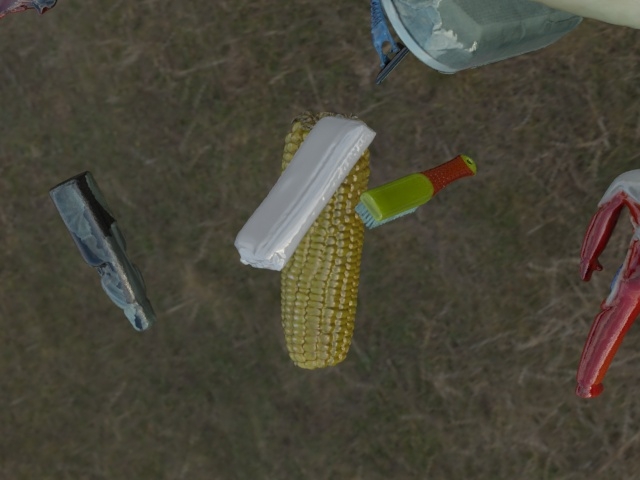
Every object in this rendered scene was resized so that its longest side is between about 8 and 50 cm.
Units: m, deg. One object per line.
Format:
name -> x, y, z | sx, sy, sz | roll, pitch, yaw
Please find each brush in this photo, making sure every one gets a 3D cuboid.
brush -> 0.055, -0.028, 0.627 | 0.019, 0.083, 0.021 | 53, 144, 17

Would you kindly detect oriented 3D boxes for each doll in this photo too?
doll -> 0.371, 0.004, 1.220 | 0.188, 0.099, 0.384 | 16, 109, 35

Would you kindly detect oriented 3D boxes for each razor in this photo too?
razor -> 0.089, -0.341, 1.565 | 0.082, 0.042, 0.253 | -43, 38, 49

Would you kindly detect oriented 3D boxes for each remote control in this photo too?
remote control -> 0.130, -0.191, 0.856 | 0.052, 0.247, 0.104 | -26, 89, 41

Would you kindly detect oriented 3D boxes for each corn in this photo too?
corn -> 0.000, 0.000, 1.332 | 0.106, 0.106, 0.305 | 12, 103, 43

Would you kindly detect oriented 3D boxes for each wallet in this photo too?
wallet -> -0.020, -0.050, 1.176 | 0.033, 0.190, 0.095 | 39, 172, -28

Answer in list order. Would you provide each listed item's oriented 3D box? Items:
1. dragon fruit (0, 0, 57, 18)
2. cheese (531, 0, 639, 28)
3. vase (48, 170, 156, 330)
dragon fruit -> -0.409, -0.307, 1.021 | 0.344, 0.282, 0.100 | 64, 172, 3
cheese -> 0.029, -0.107, 0.345 | 0.193, 0.065, 0.043 | 12, 130, -10
vase -> -0.262, 0.019, 1.392 | 0.060, 0.060, 0.211 | -14, 107, 48
